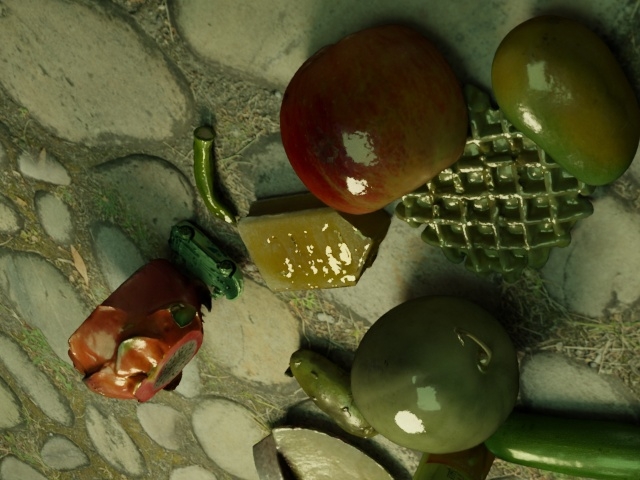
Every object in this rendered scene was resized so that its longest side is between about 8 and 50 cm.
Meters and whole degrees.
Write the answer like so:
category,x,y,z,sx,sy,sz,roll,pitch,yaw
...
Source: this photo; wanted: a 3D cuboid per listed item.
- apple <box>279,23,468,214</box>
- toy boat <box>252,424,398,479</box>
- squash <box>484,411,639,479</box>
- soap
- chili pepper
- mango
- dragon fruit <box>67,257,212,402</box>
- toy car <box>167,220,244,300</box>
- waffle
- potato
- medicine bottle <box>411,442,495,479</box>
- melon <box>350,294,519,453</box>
category,x,y,z,sx,sy,sz,roll,pitch,yaw
apple,0.043,-0.163,1.420,0.293,0.163,0.251,-25,93,45
toy boat,0.000,0.474,2.073,0.276,0.111,0.293,46,123,-8
squash,0.444,0.345,1.672,0.379,0.101,0.101,1,125,31
soap,0.000,0.000,1.684,0.257,0.080,0.160,-7,121,37
chili pepper,-0.191,-0.107,1.747,0.052,0.050,0.201,48,155,48
mango,0.325,-0.176,1.303,0.156,0.114,0.251,-34,104,26
dragon fruit,-0.323,0.179,1.890,0.189,0.290,0.290,39,137,6
toy car,-0.207,0.038,1.865,0.186,0.058,0.093,39,138,16
waffle,0.242,-0.073,1.487,0.292,0.056,0.309,39,135,0
potato,0.032,0.285,1.891,0.225,0.090,0.117,38,143,10
medicine bottle,0.225,0.422,1.773,0.124,0.239,0.124,16,133,18
melon,0.182,0.215,1.624,0.308,0.272,0.272,6,130,51
